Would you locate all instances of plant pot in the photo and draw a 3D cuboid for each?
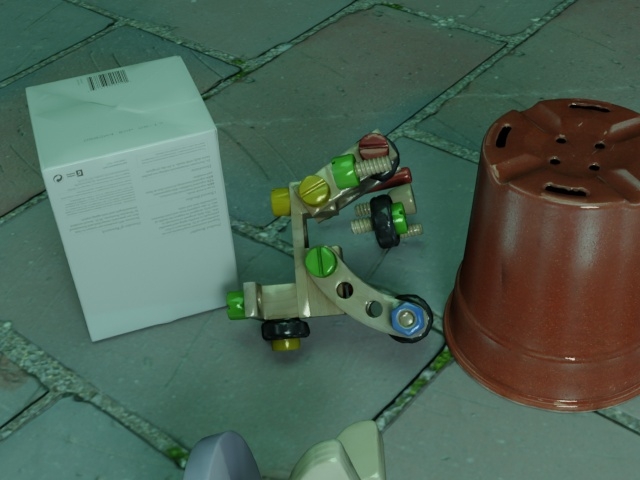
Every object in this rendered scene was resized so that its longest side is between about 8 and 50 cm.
[{"bbox_3d":[0.277,0.002,1.090,0.272,0.265,0.272,-2,40,2],"label":"plant pot"}]

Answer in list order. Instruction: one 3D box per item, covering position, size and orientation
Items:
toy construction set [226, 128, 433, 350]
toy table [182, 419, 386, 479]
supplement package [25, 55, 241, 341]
[{"bbox_3d":[0.000,0.000,1.187,0.237,0.258,0.309,-12,18,10],"label":"toy construction set"},{"bbox_3d":[-0.018,0.269,0.834,0.160,0.252,0.274,-16,48,11],"label":"toy table"},{"bbox_3d":[-0.230,-0.054,1.208,0.199,0.263,0.198,-15,40,-12],"label":"supplement package"}]
